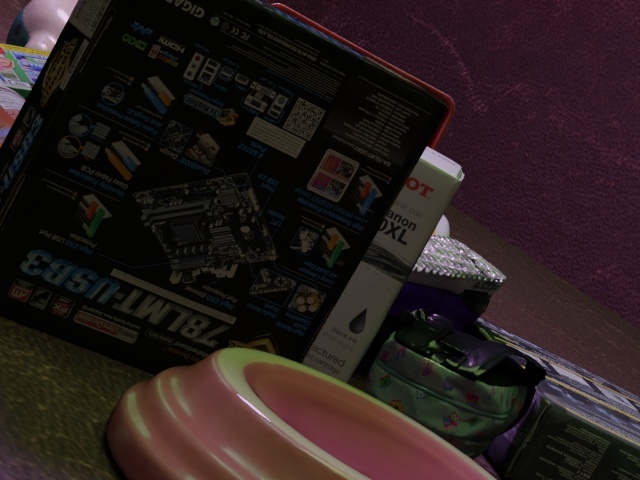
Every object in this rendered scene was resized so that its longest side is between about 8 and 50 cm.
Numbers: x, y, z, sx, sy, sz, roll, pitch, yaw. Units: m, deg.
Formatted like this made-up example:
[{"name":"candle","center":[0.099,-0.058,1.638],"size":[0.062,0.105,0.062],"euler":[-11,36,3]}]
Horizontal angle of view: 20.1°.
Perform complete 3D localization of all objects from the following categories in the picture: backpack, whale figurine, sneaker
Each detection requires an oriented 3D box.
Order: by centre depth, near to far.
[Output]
[{"name":"backpack","center":[0.111,0.135,1.624],"size":[0.152,0.115,0.182],"euler":[20,6,17]},{"name":"sneaker","center":[0.068,0.065,1.812],"size":[0.293,0.146,0.102],"euler":[14,24,-51]},{"name":"whale figurine","center":[-0.302,-0.186,2.261],"size":[0.216,0.141,0.272],"euler":[20,37,-49]}]

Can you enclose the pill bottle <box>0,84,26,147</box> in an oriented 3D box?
[{"name":"pill bottle","center":[-0.270,-0.059,1.478],"size":[0.121,0.121,0.216],"euler":[23,9,-37]}]

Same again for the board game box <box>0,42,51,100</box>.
[{"name":"board game box","center":[-0.375,-0.159,1.700],"size":[0.317,0.046,0.213],"euler":[7,16,-21]}]

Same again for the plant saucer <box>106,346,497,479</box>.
[{"name":"plant saucer","center":[0.020,0.168,1.207],"size":[0.332,0.084,0.332],"euler":[29,7,-4]}]

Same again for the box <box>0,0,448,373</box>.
[{"name":"box","center":[-0.093,-0.043,1.382],"size":[0.295,0.293,0.073],"euler":[24,11,-30]}]

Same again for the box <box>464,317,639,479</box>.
[{"name":"box","center":[0.329,0.229,1.870],"size":[0.395,0.097,0.318],"euler":[27,6,-17]}]

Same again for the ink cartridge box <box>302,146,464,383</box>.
[{"name":"ink cartridge box","center":[0.000,0.000,1.630],"size":[0.172,0.237,0.100],"euler":[29,8,3]}]

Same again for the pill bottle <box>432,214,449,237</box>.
[{"name":"pill bottle","center":[-0.012,-0.018,1.983],"size":[0.278,0.162,0.162],"euler":[28,8,-10]}]

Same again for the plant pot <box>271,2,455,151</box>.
[{"name":"plant pot","center":[-0.032,-0.116,2.276],"size":[0.267,0.267,0.236],"euler":[27,-4,-15]}]
